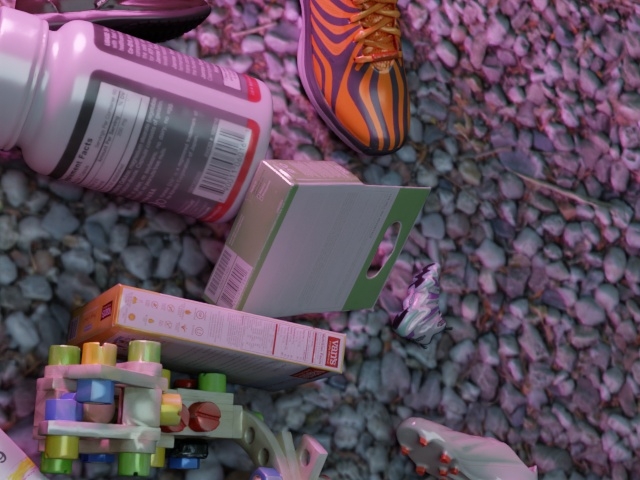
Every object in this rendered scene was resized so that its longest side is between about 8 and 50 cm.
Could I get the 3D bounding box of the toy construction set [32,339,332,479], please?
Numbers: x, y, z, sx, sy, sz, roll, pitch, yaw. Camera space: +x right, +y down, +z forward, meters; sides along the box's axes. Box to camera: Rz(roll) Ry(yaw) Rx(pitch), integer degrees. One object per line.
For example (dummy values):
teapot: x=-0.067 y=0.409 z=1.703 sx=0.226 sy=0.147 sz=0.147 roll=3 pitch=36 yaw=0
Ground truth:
toy construction set: x=-0.134 y=0.178 z=1.196 sx=0.327 sy=0.215 sz=0.151 roll=28 pitch=64 yaw=-32

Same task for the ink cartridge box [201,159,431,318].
ink cartridge box: x=0.000 y=0.000 z=1.344 sx=0.056 sy=0.171 sz=0.235 roll=39 pitch=25 yaw=32

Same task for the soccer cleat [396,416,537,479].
soccer cleat: x=0.168 y=0.248 z=1.434 sx=0.196 sy=0.068 sz=0.076 roll=34 pitch=51 yaw=-17

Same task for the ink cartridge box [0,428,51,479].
ink cartridge box: x=-0.319 y=0.273 z=1.167 sx=0.212 sy=0.093 sz=0.154 roll=48 pitch=64 yaw=-7

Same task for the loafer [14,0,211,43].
loafer: x=-0.222 y=-0.256 z=1.338 sx=0.220 sy=0.080 sz=0.078 roll=-7 pitch=82 yaw=-27

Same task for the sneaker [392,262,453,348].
sneaker: x=0.131 y=0.081 z=1.466 sx=0.069 sy=0.038 sz=0.098 roll=34 pitch=75 yaw=-17

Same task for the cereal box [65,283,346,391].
cereal box: x=-0.117 y=0.102 z=1.260 sx=0.240 sy=0.173 sz=0.047 roll=14 pitch=72 yaw=-24

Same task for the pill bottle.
pill bottle: x=-0.206 y=-0.128 z=1.272 sx=0.283 sy=0.161 sz=0.161 roll=17 pitch=72 yaw=-22

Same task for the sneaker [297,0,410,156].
sneaker: x=0.053 y=-0.263 z=1.419 sx=0.124 sy=0.180 sz=0.321 roll=-15 pitch=86 yaw=-28
